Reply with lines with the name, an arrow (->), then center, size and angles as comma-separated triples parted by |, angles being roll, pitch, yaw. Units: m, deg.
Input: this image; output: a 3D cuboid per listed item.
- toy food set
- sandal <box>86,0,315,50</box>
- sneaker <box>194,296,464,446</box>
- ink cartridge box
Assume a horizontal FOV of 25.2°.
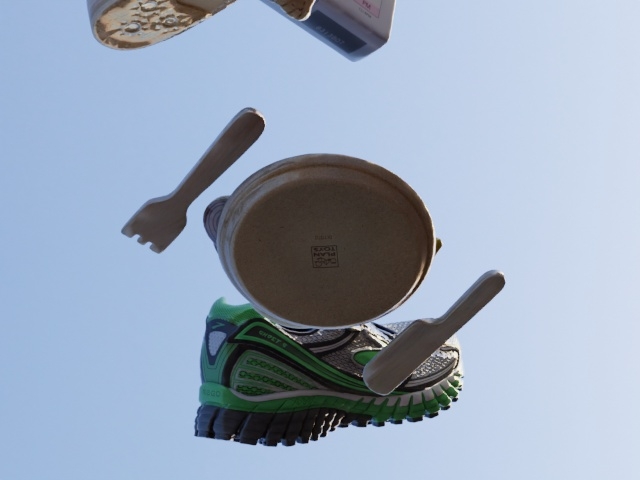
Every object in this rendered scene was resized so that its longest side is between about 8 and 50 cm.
toy food set -> 0.000, 0.000, 0.813 | 0.192, 0.038, 0.132 | 34, -58, -21
sandal -> -0.030, -0.152, 0.820 | 0.088, 0.240, 0.079 | 21, -132, -54
sneaker -> 0.025, 0.106, 1.390 | 0.343, 0.134, 0.146 | -3, -84, -50
ink cartridge box -> -0.009, -0.295, 1.228 | 0.189, 0.066, 0.232 | 29, -121, -31
